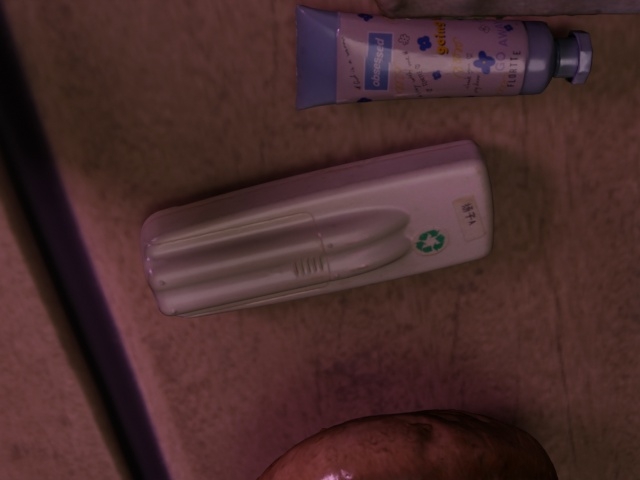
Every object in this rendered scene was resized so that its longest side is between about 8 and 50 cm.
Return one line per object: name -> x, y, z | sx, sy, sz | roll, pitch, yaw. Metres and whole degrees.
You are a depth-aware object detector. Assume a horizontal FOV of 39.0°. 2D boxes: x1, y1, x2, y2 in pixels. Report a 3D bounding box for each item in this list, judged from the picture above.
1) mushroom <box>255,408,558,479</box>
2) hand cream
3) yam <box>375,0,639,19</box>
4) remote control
mushroom -> 0.056, 0.231, 0.712 | 0.278, 0.146, 0.278 | -10, 134, -10
hand cream -> 0.070, -0.107, 0.528 | 0.171, 0.043, 0.065 | 0, 121, -1
yam -> 0.126, -0.186, 0.392 | 0.271, 0.202, 0.201 | -8, 105, 1
remote control -> 0.000, -0.001, 0.592 | 0.230, 0.049, 0.090 | -13, 129, 1
